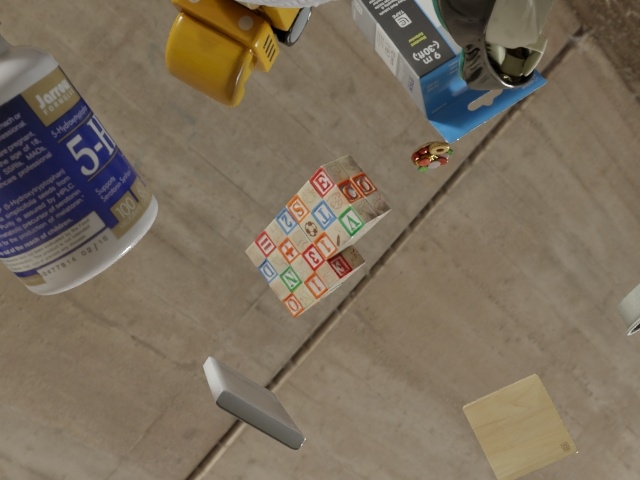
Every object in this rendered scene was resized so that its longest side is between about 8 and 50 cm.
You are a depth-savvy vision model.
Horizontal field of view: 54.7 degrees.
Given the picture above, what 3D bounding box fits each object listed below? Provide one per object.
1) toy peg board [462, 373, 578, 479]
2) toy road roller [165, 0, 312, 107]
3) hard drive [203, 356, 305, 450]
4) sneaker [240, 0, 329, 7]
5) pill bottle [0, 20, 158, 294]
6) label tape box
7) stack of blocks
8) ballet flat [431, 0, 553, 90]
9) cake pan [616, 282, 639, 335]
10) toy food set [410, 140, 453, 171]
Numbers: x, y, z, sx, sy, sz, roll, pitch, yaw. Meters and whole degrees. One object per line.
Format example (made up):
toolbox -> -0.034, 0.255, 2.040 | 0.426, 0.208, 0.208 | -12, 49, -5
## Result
toy peg board -> 0.392, 0.367, 1.230 | 0.160, 0.161, 0.079 | 64, -170, 11
toy road roller -> -0.155, -0.365, 1.014 | 0.202, 0.240, 0.329 | 28, -179, 3
hard drive -> -0.158, 0.354, 1.380 | 0.203, 0.040, 0.307 | 34, 174, -14
sneaker -> 0.013, -0.252, 0.275 | 0.137, 0.210, 0.366 | 7, 176, -31
pill bottle -> -0.206, -0.065, 0.416 | 0.186, 0.112, 0.112 | 59, 173, -28
label tape box -> 0.257, -0.403, 1.220 | 0.347, 0.249, 0.115 | 57, 175, 14
stack of blocks -> 0.000, 0.000, 1.171 | 0.087, 0.297, 0.171 | -29, -101, -46
ballet flat -> 0.181, -0.223, 0.620 | 0.096, 0.095, 0.280 | 20, -177, 20
cake pan -> 0.691, 0.073, 1.189 | 0.054, 0.293, 0.293 | 54, -172, 27
toy food set -> 0.219, -0.167, 1.220 | 0.082, 0.083, 0.020 | 42, -148, -58
